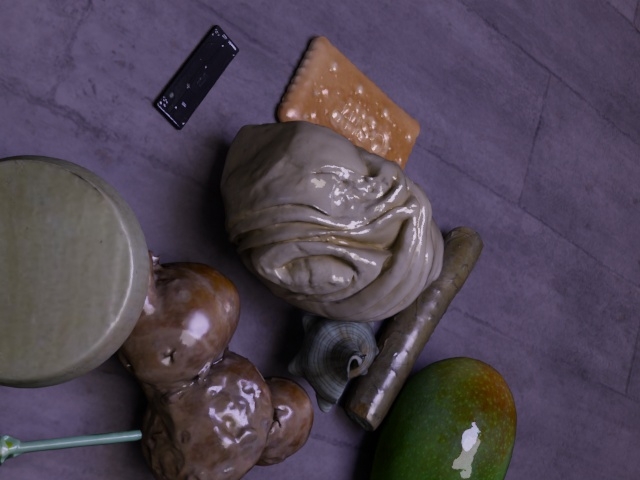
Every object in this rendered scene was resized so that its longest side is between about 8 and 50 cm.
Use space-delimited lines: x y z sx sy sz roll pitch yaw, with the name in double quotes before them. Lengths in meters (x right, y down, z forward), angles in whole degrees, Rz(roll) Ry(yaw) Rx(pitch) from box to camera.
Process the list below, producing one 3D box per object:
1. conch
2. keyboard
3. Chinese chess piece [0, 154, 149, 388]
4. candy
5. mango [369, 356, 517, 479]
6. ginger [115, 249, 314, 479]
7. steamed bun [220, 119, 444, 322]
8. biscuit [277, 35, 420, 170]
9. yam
"conch" 0.011 0.163 1.255 0.137 0.114 0.234 -69 170 16
"keyboard" -0.165 -0.221 1.221 0.053 0.010 0.155 47 62 -30
"Chinese chess piece" -0.310 0.033 0.976 0.250 0.101 0.250 0 87 -3
"candy" -0.348 0.226 1.003 0.305 0.091 0.083 1 99 -31
"mango" 0.172 0.351 1.370 0.201 0.225 0.382 29 71 3
"ginger" -0.154 0.161 1.138 0.256 0.176 0.375 -49 118 -48
"steamed bun" 0.003 0.000 1.189 0.289 0.276 0.203 46 61 -38
"biscuit" 0.051 -0.182 1.383 0.249 0.030 0.160 38 68 -33
"yam" 0.150 0.131 1.434 0.083 0.083 0.372 49 60 -28
